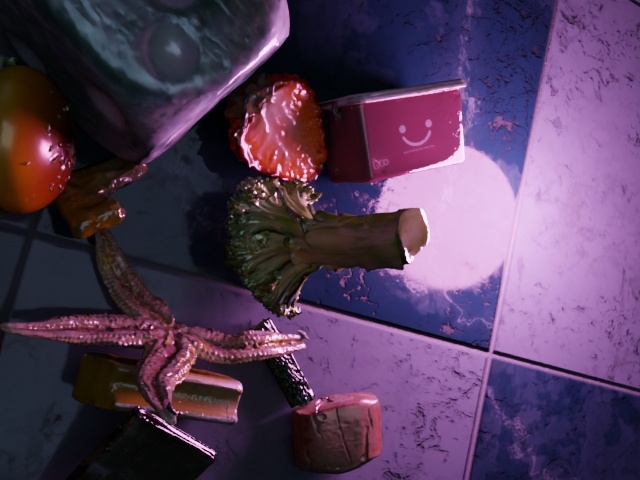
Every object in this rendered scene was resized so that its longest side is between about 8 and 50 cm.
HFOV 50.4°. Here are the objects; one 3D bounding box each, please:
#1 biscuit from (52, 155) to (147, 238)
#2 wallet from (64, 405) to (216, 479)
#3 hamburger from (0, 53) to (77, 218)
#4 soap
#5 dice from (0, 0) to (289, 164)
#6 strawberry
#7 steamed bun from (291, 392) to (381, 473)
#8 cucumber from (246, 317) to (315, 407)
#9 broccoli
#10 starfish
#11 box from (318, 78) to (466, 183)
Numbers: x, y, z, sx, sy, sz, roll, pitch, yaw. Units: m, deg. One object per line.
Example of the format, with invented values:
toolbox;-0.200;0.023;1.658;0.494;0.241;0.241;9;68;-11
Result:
biscuit;-0.352;-0.078;1.111;0.174;0.183;0.039;-21;132;-24
wallet;-0.328;0.408;1.087;0.169;0.044;0.317;39;101;-24
hamburger;-0.453;-0.154;1.010;0.169;0.246;0.246;6;85;-2
soap;-0.276;0.244;1.132;0.257;0.160;0.080;16;80;-25
dice;-0.269;-0.341;1.066;0.328;0.330;0.348;-46;108;-21
strawberry;-0.086;-0.206;1.276;0.190;0.111;0.236;-44;135;-6
steamed bun;0.031;0.371;1.313;0.175;0.106;0.145;-7;96;-12
cucumber;-0.072;0.233;1.291;0.058;0.058;0.187;-34;103;-23
broccoli;-0.002;-0.023;1.165;0.221;0.361;0.252;-10;76;-53
starfish;-0.250;0.132;1.093;0.398;0.384;0.132;40;110;5
box;0.140;-0.214;1.347;0.293;0.193;0.168;-14;102;-26
